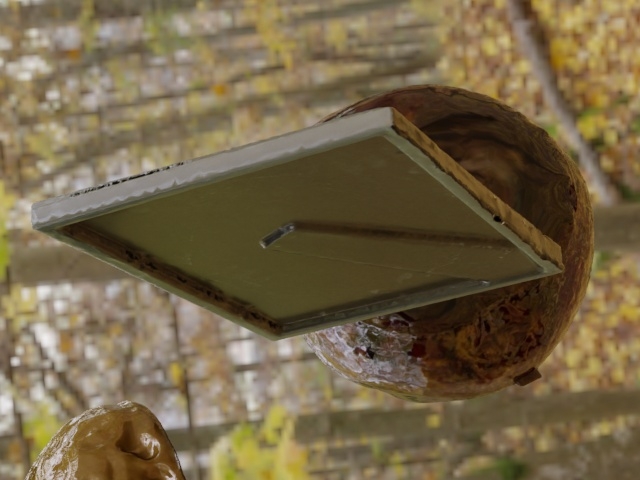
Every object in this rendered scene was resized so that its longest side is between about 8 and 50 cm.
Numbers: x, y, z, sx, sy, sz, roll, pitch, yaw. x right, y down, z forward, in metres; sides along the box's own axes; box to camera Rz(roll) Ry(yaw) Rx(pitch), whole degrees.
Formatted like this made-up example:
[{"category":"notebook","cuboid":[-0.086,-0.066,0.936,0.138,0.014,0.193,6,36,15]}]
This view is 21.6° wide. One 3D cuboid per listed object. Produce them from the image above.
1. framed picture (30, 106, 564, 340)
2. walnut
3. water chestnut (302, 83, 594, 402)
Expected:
[{"category":"framed picture","cuboid":[0.000,0.000,1.132,0.335,0.247,0.022,31,-131,-60]},{"category":"walnut","cuboid":[-0.157,0.202,1.155,0.211,0.087,0.167,51,126,46]},{"category":"water chestnut","cuboid":[0.115,-0.008,1.696,0.302,0.350,0.350,83,179,-65]}]
